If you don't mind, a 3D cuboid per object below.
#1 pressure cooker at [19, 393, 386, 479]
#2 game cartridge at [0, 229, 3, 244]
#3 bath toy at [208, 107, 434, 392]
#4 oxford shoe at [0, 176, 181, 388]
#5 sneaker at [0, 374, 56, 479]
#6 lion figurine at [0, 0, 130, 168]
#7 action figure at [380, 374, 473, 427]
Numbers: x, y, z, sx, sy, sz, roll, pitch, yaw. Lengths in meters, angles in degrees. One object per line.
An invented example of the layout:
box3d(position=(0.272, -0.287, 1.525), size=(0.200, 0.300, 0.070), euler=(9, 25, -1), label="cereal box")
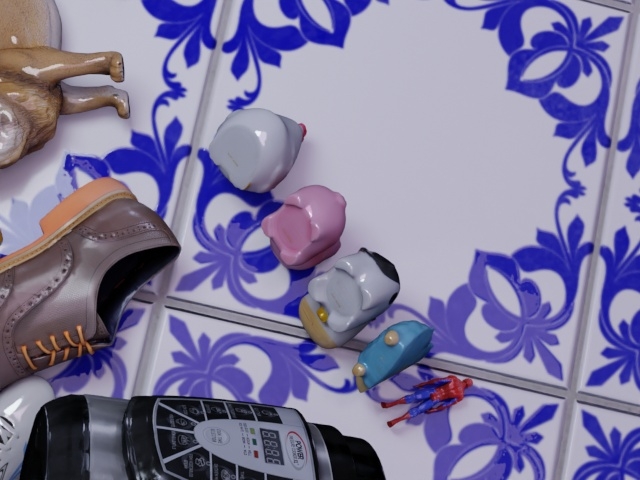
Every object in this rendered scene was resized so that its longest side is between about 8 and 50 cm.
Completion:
box3d(position=(-0.099, 0.347, 1.610), size=(0.421, 0.375, 0.369), euler=(9, 79, -14), label="pressure cooker")
box3d(position=(-0.528, 0.073, 1.667), size=(0.285, 0.052, 0.323), euler=(18, 60, 12), label="game cartridge")
box3d(position=(0.000, 0.000, 1.840), size=(0.129, 0.151, 0.348), euler=(-22, 77, -52), label="bath toy")
box3d(position=(-0.307, 0.087, 1.746), size=(0.133, 0.130, 0.363), euler=(36, 73, 27), label="oxford shoe")
box3d(position=(-0.371, 0.242, 1.744), size=(0.085, 0.086, 0.237), euler=(40, 73, 2), label="sneaker")
box3d(position=(-0.344, -0.252, 1.847), size=(0.240, 0.142, 0.392), euler=(-2, 64, -2), label="lion figurine")
box3d(position=(0.126, 0.182, 1.869), size=(0.115, 0.030, 0.038), euler=(-18, 87, -18), label="action figure")
